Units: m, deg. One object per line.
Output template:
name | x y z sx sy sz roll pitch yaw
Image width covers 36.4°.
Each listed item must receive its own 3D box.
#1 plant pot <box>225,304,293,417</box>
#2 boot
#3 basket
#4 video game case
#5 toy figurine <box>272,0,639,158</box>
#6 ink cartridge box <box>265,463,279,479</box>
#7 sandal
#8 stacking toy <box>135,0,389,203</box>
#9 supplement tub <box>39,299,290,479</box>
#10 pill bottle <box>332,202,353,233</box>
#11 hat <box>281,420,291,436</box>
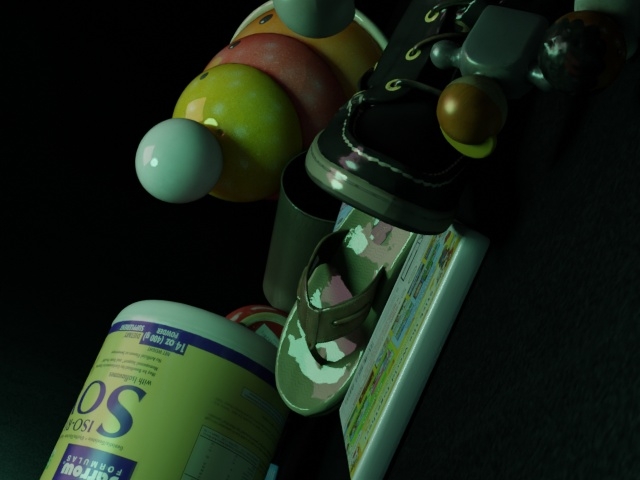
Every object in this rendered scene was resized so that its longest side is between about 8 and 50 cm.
plant pot | -0.111 0.200 1.449 0.174 0.191 0.191 -43 22 54
boot | 0.122 -0.176 0.830 0.284 0.138 0.377 -65 -8 23
basket | 0.000 0.000 1.438 0.204 0.154 0.226 -34 -28 -46
video game case | 0.076 0.086 0.866 0.206 0.026 0.227 -104 38 -83
toy figurine | 0.094 -0.164 0.607 0.148 0.209 0.213 -57 16 -20
ink cartridge box | -0.148 0.361 1.418 0.092 0.143 0.090 -72 6 -52
sandal | 0.022 0.042 1.016 0.086 0.120 0.302 8 -69 -51
stacking toy | -0.103 -0.173 1.467 0.480 0.351 0.350 -35 -25 -56
supplement tub | -0.185 0.262 1.121 0.241 0.241 0.331 122 170 -65
pill bottle | 0.061 -0.014 1.151 0.160 0.087 0.087 -72 6 -48
hat | -0.118 0.422 1.554 0.208 0.184 0.173 66 -146 -31
